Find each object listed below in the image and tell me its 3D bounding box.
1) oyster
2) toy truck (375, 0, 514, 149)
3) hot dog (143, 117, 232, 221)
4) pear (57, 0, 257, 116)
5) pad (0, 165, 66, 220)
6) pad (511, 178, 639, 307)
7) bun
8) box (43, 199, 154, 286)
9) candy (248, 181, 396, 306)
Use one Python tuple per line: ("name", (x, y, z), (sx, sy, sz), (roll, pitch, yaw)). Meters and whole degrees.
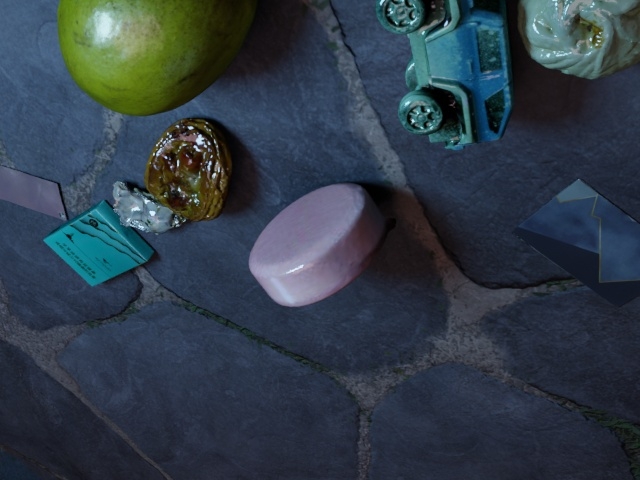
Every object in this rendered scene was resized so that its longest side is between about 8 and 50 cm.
("oyster", (-0.354, -0.057, 1.506), (0.166, 0.053, 0.108), (26, 119, 11))
("toy truck", (0.173, -0.267, 0.988), (0.156, 0.155, 0.279), (-4, 129, 17))
("hot dog", (-0.237, -0.121, 1.360), (0.160, 0.099, 0.227), (22, 134, 4))
("pear", (-0.236, -0.318, 1.068), (0.307, 0.253, 0.253), (-26, 117, 30))
("pad", (-0.650, -0.111, 1.630), (0.188, 0.006, 0.113), (17, 137, 12))
("pad", (0.461, 0.012, 1.218), (0.243, 0.004, 0.163), (34, 136, -8))
("bun", (0.339, -0.290, 0.909), (0.195, 0.118, 0.195), (13, 132, 15))
("box", (-0.497, 0.012, 1.646), (0.226, 0.042, 0.161), (-22, 120, 39))
("candy", (0.000, 0.000, 1.258), (0.255, 0.255, 0.094), (-16, 122, 36))
